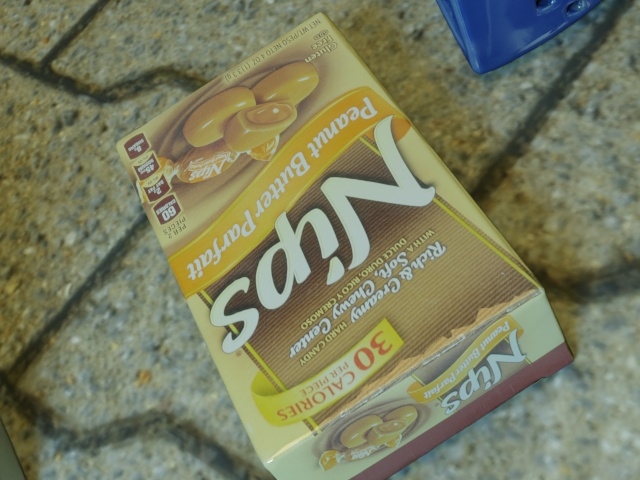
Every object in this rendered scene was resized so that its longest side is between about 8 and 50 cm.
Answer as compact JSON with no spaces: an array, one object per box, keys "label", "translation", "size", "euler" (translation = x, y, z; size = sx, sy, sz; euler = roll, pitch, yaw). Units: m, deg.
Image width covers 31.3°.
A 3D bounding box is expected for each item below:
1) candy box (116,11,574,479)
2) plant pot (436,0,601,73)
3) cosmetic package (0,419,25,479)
[{"label":"candy box","translation":[0.000,0.000,0.746],"size":[0.183,0.087,0.316],"euler":[-33,46,1]},{"label":"plant pot","translation":[0.150,-0.301,0.812],"size":[0.212,0.236,0.236],"euler":[-20,47,6]},{"label":"cosmetic package","translation":[-0.330,0.109,0.696],"size":[0.153,0.296,0.129],"euler":[-39,47,-2]}]
